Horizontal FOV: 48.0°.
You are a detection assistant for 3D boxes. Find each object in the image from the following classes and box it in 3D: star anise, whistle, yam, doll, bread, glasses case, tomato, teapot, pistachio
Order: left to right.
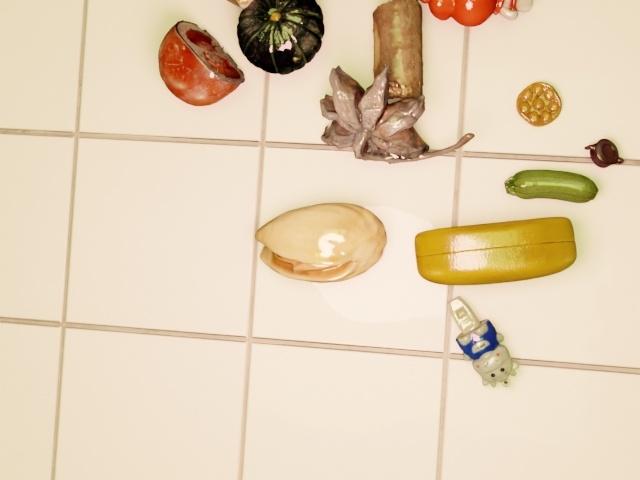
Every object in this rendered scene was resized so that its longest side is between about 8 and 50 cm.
[{"bbox_3d":[-0.316,-0.422,1.793,0.155,0.180,0.214,-41,77,22],"label":"tomato"},{"bbox_3d":[0.000,0.000,1.733,0.317,0.214,0.194,2,130,13],"label":"pistachio"},{"bbox_3d":[0.135,-0.277,1.688,0.359,0.316,0.139,-16,44,42],"label":"star anise"},{"bbox_3d":[0.190,-0.452,1.740,0.129,0.128,0.239,-3,90,-16],"label":"yam"},{"bbox_3d":[0.359,-0.591,1.720,0.290,0.130,0.161,0,79,-4],"label":"doll"},{"bbox_3d":[0.384,0.246,1.724,0.110,0.092,0.245,-32,87,15],"label":"whistle"},{"bbox_3d":[0.410,0.030,1.684,0.370,0.173,0.141,-6,85,6],"label":"glasses case"},{"bbox_3d":[0.533,-0.332,1.752,0.109,0.024,0.110,0,89,8],"label":"bread"},{"bbox_3d":[0.680,-0.205,1.725,0.100,0.045,0.068,24,70,-11],"label":"teapot"}]

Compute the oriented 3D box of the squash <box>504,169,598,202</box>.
[{"bbox_3d":[0.552,-0.131,1.724,0.219,0.068,0.078,3,94,7],"label":"squash"}]

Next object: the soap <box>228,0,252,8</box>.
[{"bbox_3d":[-0.138,-0.724,1.697,0.335,0.293,0.156,-45,122,3],"label":"soap"}]

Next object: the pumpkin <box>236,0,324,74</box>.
[{"bbox_3d":[-0.098,-0.517,1.759,0.220,0.162,0.221,-1,84,5],"label":"pumpkin"}]
